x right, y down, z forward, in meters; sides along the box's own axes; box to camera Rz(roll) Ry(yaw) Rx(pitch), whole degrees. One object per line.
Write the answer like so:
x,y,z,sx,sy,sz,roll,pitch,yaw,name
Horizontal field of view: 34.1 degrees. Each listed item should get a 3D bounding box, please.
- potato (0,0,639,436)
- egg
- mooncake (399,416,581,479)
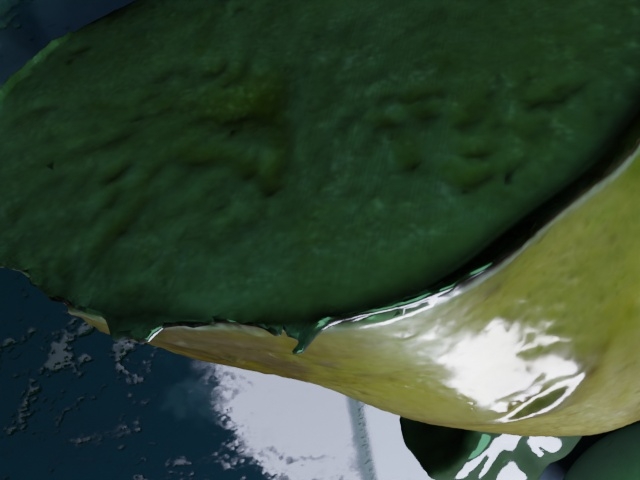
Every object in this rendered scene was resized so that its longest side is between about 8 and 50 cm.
0.048,0.015,0.593,0.396,0.290,0.296,-20,134,5,potato
0.307,0.246,0.967,0.192,0.149,0.149,-34,125,-1,egg
0.144,0.127,0.875,0.168,0.104,0.175,-18,122,3,mooncake
